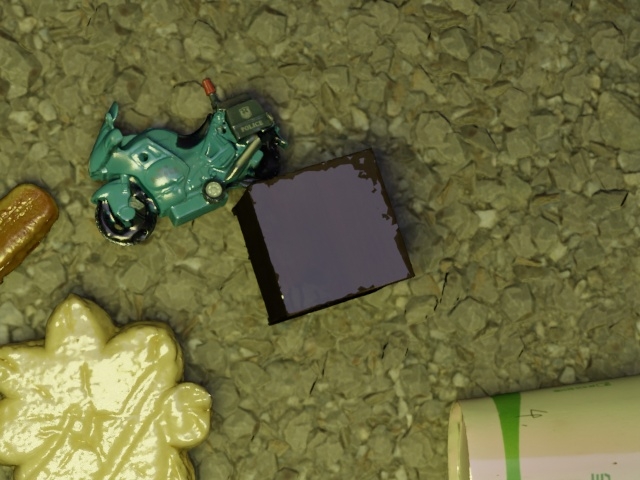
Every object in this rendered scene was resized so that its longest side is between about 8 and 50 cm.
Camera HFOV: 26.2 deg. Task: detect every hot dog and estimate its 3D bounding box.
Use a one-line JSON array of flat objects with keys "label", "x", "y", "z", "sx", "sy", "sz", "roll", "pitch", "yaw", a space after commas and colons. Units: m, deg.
[{"label": "hot dog", "x": -0.447, "y": 0.041, "z": 1.740, "sx": 0.286, "sy": 0.061, "sz": 0.088, "roll": -41, "pitch": 87, "yaw": -11}]

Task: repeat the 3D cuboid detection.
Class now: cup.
[{"label": "cup", "x": 0.305, "y": 0.293, "z": 1.747, "sx": 0.274, "sy": 0.253, "sz": 0.253, "roll": -2, "pitch": 82, "yaw": -4}]

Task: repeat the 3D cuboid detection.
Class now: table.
[{"label": "table", "x": 0.000, "y": 0.000, "z": 1.753, "sx": 0.173, "sy": 0.193, "sz": 0.169, "roll": -17, "pitch": 85, "yaw": -12}]

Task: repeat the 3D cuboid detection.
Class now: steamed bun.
[{"label": "steamed bun", "x": -0.283, "y": 0.210, "z": 1.709, "sx": 0.296, "sy": 0.137, "sz": 0.292, "roll": -19, "pitch": 90, "yaw": -4}]

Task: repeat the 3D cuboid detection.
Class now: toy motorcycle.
[{"label": "toy motorcycle", "x": -0.184, "y": -0.113, "z": 1.777, "sx": 0.272, "sy": 0.123, "sz": 0.182, "roll": -24, "pitch": 80, "yaw": -18}]
